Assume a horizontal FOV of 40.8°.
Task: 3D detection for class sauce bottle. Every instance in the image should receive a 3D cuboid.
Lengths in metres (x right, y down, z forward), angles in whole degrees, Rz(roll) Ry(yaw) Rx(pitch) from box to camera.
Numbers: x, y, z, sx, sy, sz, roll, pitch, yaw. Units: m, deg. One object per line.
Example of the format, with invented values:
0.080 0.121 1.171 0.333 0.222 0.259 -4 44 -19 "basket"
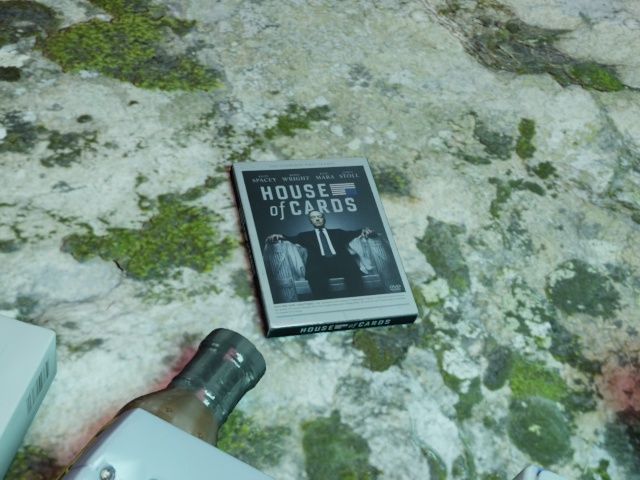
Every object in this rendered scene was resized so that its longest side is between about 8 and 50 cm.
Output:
-0.171 0.218 0.772 0.111 0.111 0.344 31 53 9 "sauce bottle"

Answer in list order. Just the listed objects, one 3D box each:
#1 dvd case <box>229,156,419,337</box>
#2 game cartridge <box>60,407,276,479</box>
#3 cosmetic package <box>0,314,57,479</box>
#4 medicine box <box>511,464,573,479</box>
0.000 0.000 1.026 0.179 0.029 0.238 -4 56 -18 "dvd case"
-0.148 0.290 0.655 0.196 0.060 0.294 36 55 -22 "game cartridge"
-0.435 0.204 0.723 0.284 0.097 0.377 20 52 -2 "cosmetic package"
0.219 0.332 0.672 0.263 0.289 0.149 21 54 1 "medicine box"
